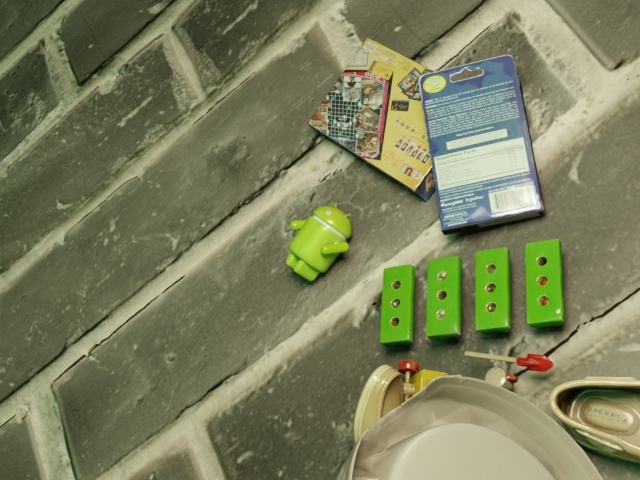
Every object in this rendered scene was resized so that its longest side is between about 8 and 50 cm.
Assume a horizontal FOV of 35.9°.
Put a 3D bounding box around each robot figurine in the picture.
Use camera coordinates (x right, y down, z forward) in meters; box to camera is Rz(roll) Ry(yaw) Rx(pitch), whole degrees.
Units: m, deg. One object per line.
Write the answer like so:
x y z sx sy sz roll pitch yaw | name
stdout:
0.000 0.000 1.428 0.115 0.067 0.101 -54 39 2 | robot figurine

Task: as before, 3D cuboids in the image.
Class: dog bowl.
0.158 0.318 1.022 0.102 0.349 0.349 -51 44 44 | dog bowl

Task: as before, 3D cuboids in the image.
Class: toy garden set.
0.195 0.118 1.259 0.244 0.049 0.204 -10 62 29 | toy garden set

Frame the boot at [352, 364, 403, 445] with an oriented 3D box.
0.121 0.266 1.187 0.165 0.077 0.213 14 108 36 | boot

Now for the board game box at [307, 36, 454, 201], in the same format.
0.111 -0.182 1.451 0.243 0.042 0.165 37 92 39 | board game box

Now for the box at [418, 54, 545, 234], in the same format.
0.214 -0.129 1.324 0.136 0.036 0.225 -11 74 16 | box

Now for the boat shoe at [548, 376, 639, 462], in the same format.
0.394 0.201 1.051 0.302 0.098 0.109 6 73 36 | boat shoe
